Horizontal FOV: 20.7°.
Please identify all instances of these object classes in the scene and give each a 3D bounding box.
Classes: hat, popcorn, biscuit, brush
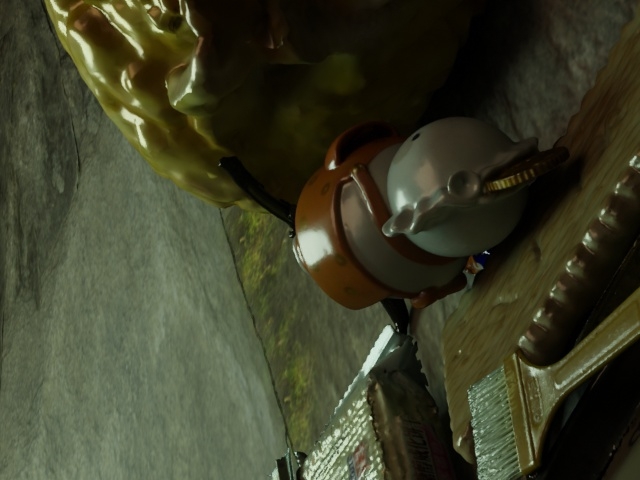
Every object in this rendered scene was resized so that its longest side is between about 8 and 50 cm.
[{"bbox_3d":[0.222,0.036,1.110,0.146,0.067,0.146,-52,-15,-20],"label":"hat"},{"bbox_3d":[-0.057,-0.227,1.461,0.344,0.354,0.390,-43,-25,-21],"label":"popcorn"},{"bbox_3d":[0.174,-0.014,1.188,0.325,0.044,0.217,-61,10,18],"label":"biscuit"},{"bbox_3d":[0.058,0.229,1.295,0.309,0.079,0.186,-102,32,-45],"label":"biscuit"},{"bbox_3d":[0.149,0.075,1.037,0.205,0.011,0.083,-48,36,43],"label":"brush"}]

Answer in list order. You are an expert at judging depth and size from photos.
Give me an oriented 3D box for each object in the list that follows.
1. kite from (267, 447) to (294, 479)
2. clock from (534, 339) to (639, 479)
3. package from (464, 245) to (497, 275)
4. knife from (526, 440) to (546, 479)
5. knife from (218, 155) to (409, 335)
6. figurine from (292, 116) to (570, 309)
[{"bbox_3d":[-0.065,0.353,1.462,0.368,0.014,0.406,50,133,47],"label":"kite"},{"bbox_3d":[0.203,0.103,0.892,0.386,0.076,0.386,-57,2,3],"label":"clock"},{"bbox_3d":[0.126,-0.010,1.362,0.111,0.033,0.077,-128,37,-68],"label":"package"},{"bbox_3d":[0.151,0.116,1.248,0.031,0.018,0.121,-24,54,55],"label":"knife"},{"bbox_3d":[0.002,-0.004,1.417,0.021,0.222,0.045,-23,33,43],"label":"knife"},{"bbox_3d":[0.078,-0.019,1.275,0.271,0.143,0.143,0,74,49],"label":"figurine"}]
